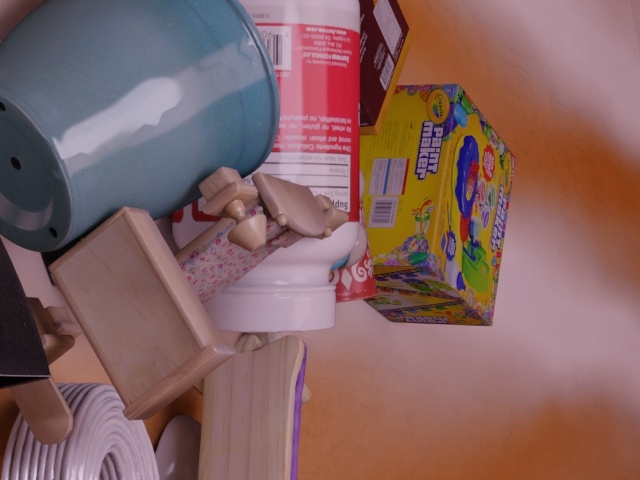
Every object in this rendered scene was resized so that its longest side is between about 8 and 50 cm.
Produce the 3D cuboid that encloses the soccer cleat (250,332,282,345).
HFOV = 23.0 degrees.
[{"bbox_3d":[-0.093,0.196,2.025,0.076,0.068,0.196,41,57,-53],"label":"soccer cleat"}]

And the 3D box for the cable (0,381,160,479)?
[{"bbox_3d":[-0.246,0.276,1.631,0.257,0.089,0.257,-67,150,-63],"label":"cable"}]

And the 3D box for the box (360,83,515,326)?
[{"bbox_3d":[0.157,-0.049,2.392,0.279,0.177,0.290,40,55,-58],"label":"box"}]

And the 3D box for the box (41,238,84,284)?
[{"bbox_3d":[-0.250,0.011,1.685,0.052,0.083,0.062,-49,133,-50],"label":"box"}]

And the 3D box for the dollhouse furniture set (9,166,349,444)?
[{"bbox_3d":[-0.124,0.089,1.634,0.174,0.303,0.355,59,17,17],"label":"dollhouse furniture set"}]

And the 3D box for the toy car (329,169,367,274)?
[{"bbox_3d":[-0.006,-0.035,2.057,0.159,0.136,0.182,-2,91,-23],"label":"toy car"}]

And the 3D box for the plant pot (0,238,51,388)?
[{"bbox_3d":[-0.371,0.052,1.361,0.188,0.187,0.167,11,68,-63],"label":"plant pot"}]

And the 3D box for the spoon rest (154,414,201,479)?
[{"bbox_3d":[-0.179,0.322,1.862,0.276,0.084,0.137,-75,154,-53],"label":"spoon rest"}]

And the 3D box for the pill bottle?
[{"bbox_3d":[-0.066,-0.098,1.891,0.229,0.229,0.408,-2,93,-63],"label":"pill bottle"}]

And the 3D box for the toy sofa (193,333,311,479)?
[{"bbox_3d":[-0.071,0.296,1.784,0.150,0.177,0.363,49,33,-47],"label":"toy sofa"}]

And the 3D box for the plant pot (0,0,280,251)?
[{"bbox_3d":[-0.223,-0.123,1.566,0.255,0.271,0.272,-39,125,-40],"label":"plant pot"}]

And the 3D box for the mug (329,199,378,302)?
[{"bbox_3d":[0.010,-0.001,2.177,0.150,0.113,0.169,-16,102,-64],"label":"mug"}]

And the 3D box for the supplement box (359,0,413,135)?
[{"bbox_3d":[0.017,-0.276,2.160,0.194,0.129,0.191,60,40,-45],"label":"supplement box"}]
